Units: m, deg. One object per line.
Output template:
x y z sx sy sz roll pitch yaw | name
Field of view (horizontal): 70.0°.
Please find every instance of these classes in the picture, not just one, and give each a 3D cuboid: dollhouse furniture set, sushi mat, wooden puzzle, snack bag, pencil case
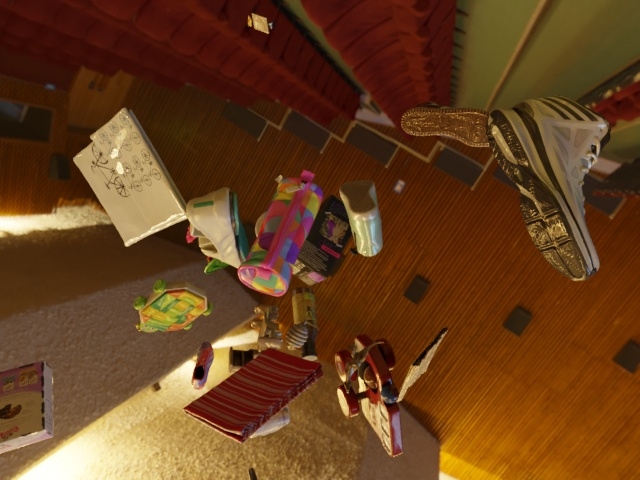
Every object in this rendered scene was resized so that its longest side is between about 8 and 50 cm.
-0.260 0.397 1.792 0.161 0.242 0.212 9 -154 -16 | dollhouse furniture set
0.279 0.355 1.281 0.019 0.151 0.316 37 153 23 | sushi mat
-0.228 -0.827 1.736 0.116 0.014 0.078 29 159 11 | wooden puzzle
-0.549 -0.160 1.292 0.037 0.342 0.323 -44 -69 -51 | snack bag
-0.069 -0.016 0.847 0.104 0.104 0.236 28 -123 -15 | pencil case

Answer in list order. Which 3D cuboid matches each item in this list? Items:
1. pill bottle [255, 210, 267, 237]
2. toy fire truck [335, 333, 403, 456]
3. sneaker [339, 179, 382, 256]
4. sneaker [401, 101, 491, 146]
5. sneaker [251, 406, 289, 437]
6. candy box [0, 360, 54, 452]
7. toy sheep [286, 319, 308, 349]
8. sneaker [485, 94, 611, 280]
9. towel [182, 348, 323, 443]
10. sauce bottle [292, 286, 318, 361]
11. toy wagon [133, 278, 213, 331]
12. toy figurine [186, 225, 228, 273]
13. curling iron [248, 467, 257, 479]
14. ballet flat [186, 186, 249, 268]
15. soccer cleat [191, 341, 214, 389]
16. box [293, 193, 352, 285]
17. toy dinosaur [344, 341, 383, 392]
-0.153 -0.015 1.845 0.152 0.152 0.272 36 174 17 | pill bottle
0.168 0.446 1.362 0.169 0.302 0.254 -12 -160 -18 | toy fire truck
0.105 -0.058 1.182 0.094 0.151 0.256 -7 -152 5 | sneaker
0.376 -0.335 1.298 0.282 0.099 0.153 10 -159 10 | sneaker
-0.189 0.593 1.513 0.152 0.114 0.305 -3 167 -21 | sneaker
-0.802 0.439 1.200 0.165 0.070 0.196 -13 -124 -16 | candy box
-0.089 0.363 1.763 0.091 0.132 0.091 24 180 0 | toy sheep
0.600 -0.147 1.068 0.169 0.257 0.447 87 161 -82 | sneaker
-0.147 0.338 1.049 0.199 0.031 0.275 5 -158 39 | towel
-0.067 0.385 2.114 0.111 0.111 0.344 22 -134 -37 | sauce bottle
-0.626 0.293 1.881 0.267 0.344 0.068 38 -158 -42 | toy wagon
-0.364 0.008 1.500 0.159 0.130 0.173 49 -176 9 | toy figurine
-0.167 0.739 1.240 0.035 0.068 0.274 5 -154 -24 | curling iron
-0.262 -0.022 1.177 0.139 0.139 0.400 33 162 7 | ballet flat
-0.541 0.564 2.103 0.083 0.095 0.248 9 -137 -6 | soccer cleat
0.000 0.000 1.589 0.143 0.270 0.165 37 155 -10 | box
0.102 0.308 1.204 0.053 0.183 0.092 26 145 25 | toy dinosaur
